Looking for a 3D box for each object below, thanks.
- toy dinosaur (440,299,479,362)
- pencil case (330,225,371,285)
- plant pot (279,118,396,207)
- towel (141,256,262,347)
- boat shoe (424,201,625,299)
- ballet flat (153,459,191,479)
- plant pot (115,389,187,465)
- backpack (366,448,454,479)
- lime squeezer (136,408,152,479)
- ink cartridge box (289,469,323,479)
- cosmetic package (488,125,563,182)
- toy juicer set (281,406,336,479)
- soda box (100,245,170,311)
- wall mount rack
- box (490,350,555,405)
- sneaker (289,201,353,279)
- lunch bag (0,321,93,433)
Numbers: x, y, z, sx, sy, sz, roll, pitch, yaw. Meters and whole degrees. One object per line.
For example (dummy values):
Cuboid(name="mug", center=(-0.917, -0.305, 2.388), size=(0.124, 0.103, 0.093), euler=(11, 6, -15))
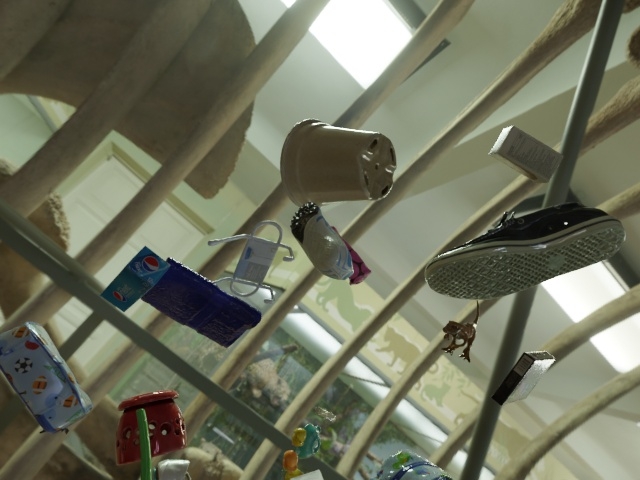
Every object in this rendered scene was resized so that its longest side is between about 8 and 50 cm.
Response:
Cuboid(name="toy dinosaur", center=(0.328, 0.205, 0.920), size=(0.064, 0.112, 0.211), euler=(26, 13, 32))
Cuboid(name="pencil case", center=(0.071, 0.051, 1.321), size=(0.209, 0.095, 0.098), euler=(52, -30, 19))
Cuboid(name="plant pot", center=(0.081, -0.260, 1.447), size=(0.305, 0.334, 0.334), euler=(10, -34, 41))
Cuboid(name="towel", center=(-0.338, 0.179, 1.183), size=(0.308, 0.076, 0.227), euler=(35, -49, -17))
Cuboid(name="boat shoe", center=(0.508, 0.022, 1.080), size=(0.156, 0.499, 0.187), euler=(-105, 178, -50))
Cuboid(name="ballet flat", center=(-0.425, 0.885, 1.271), size=(0.139, 0.139, 0.400), euler=(106, -30, -67))
Cuboid(name="plant pot", center=(-0.492, 0.534, 1.197), size=(0.191, 0.191, 0.174), euler=(111, -33, -68))
Cuboid(name="backpack", center=(0.211, 0.599, 0.840), size=(0.356, 0.290, 0.273), euler=(58, -22, -13))
Cuboid(name="lime squeezer", center=(-0.281, 0.415, 0.591), size=(0.109, 0.311, 0.059), euler=(4, -31, 24))
Cuboid(name="ink cartridge box", center=(-0.015, 0.875, 1.282), size=(0.273, 0.114, 0.199), euler=(125, -49, -77))
Cuboid(name="cosmetic package", center=(0.385, -0.160, 0.777), size=(0.115, 0.060, 0.041), euler=(30, 5, -5))
Cuboid(name="toy juicer set", center=(-0.061, 0.774, 1.629), size=(0.089, 0.329, 0.209), euler=(8, -48, 32))
Cuboid(name="soda box", center=(-0.423, 0.092, 0.938), size=(0.071, 0.067, 0.210), euler=(43, -45, -16))
Cuboid(name="wall mount rack", center=(-0.269, 0.091, 1.438), size=(0.304, 0.350, 0.130), euler=(15, 29, -23))
Cuboid(name="box", center=(0.425, 0.284, 0.859), size=(0.162, 0.116, 0.029), euler=(14, 19, -48))
Cuboid(name="sneaker", center=(0.000, 0.000, 0.893), size=(0.086, 0.085, 0.237), euler=(46, 10, -41))
Cuboid(name="lunch bag", center=(-0.721, 0.364, 1.088), size=(0.303, 0.115, 0.243), euler=(58, -29, 1))
